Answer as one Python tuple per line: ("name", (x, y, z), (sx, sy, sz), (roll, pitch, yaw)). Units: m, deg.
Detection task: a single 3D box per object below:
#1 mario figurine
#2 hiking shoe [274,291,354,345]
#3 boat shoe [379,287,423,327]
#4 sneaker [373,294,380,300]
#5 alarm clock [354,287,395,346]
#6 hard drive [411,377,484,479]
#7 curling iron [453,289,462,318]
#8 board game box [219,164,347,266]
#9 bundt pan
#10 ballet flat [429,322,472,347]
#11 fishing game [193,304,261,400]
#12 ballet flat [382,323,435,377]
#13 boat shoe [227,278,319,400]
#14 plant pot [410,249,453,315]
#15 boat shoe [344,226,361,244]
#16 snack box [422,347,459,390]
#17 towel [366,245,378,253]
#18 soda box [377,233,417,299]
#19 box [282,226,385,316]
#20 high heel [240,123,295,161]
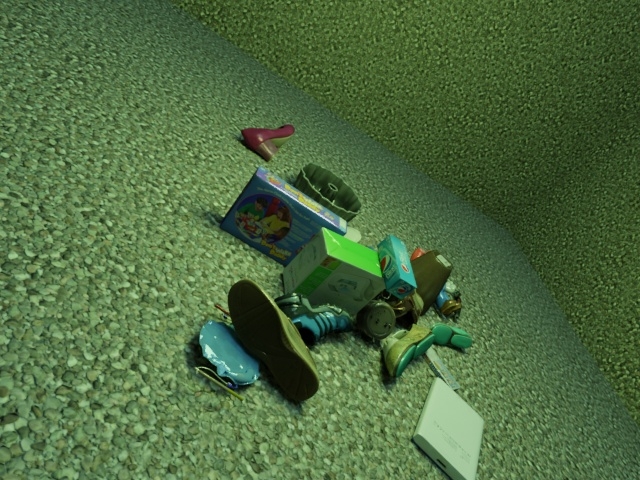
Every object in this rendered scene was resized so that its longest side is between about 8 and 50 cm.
("mario figurine", (0.519, 0.160, 2.176), (0.170, 0.198, 0.320), (-22, 64, -14))
("hiking shoe", (-0.019, 0.252, 1.452), (0.304, 0.113, 0.132), (21, 58, -38))
("boat shoe", (0.281, 0.221, 1.770), (0.342, 0.123, 0.123), (50, 46, -49))
("sneaker", (0.178, 0.183, 1.831), (0.094, 0.081, 0.208), (37, 20, 21))
("alarm clock", (0.194, 0.247, 1.640), (0.129, 0.192, 0.064), (27, -16, -23))
("hard drive", (0.402, 0.584, 1.518), (0.210, 0.040, 0.319), (43, 26, 7))
("curling iron", (0.625, 0.298, 2.268), (0.068, 0.035, 0.274), (42, 25, -2))
("board game box", (-0.119, -0.052, 1.619), (0.347, 0.233, 0.078), (32, 27, -16))
("bundt pan", (0.019, -0.189, 2.141), (0.331, 0.124, 0.330), (32, 27, -18))
("ballet flat", (0.497, 0.372, 1.955), (0.247, 0.083, 0.087), (22, 7, -32))
("fishing game", (-0.221, 0.274, 1.195), (0.189, 0.041, 0.264), (38, 19, -21))
("ballet flat", (0.275, 0.360, 1.646), (0.123, 0.123, 0.349), (48, 28, 17))
("boat shoe", (-0.120, 0.248, 1.260), (0.341, 0.122, 0.110), (59, 7, -1))
("plant pot", (0.423, 0.154, 2.009), (0.215, 0.230, 0.215), (31, 27, -18))
("boat shoe", (0.099, 0.042, 1.934), (0.116, 0.099, 0.319), (8, 27, -3))
("snack box", (0.427, 0.461, 1.766), (0.064, 0.022, 0.178), (9, 40, -48))
("towel", (0.206, 0.059, 2.101), (0.067, 0.029, 0.119), (49, 27, 18))
("soda box", (0.237, 0.079, 1.545), (0.071, 0.067, 0.210), (30, 32, -26))
("box", (0.049, 0.113, 1.579), (0.262, 0.231, 0.126), (25, 34, -29))
("high heel", (-0.237, -0.512, 2.297), (0.181, 0.127, 0.377), (45, 28, -14))
